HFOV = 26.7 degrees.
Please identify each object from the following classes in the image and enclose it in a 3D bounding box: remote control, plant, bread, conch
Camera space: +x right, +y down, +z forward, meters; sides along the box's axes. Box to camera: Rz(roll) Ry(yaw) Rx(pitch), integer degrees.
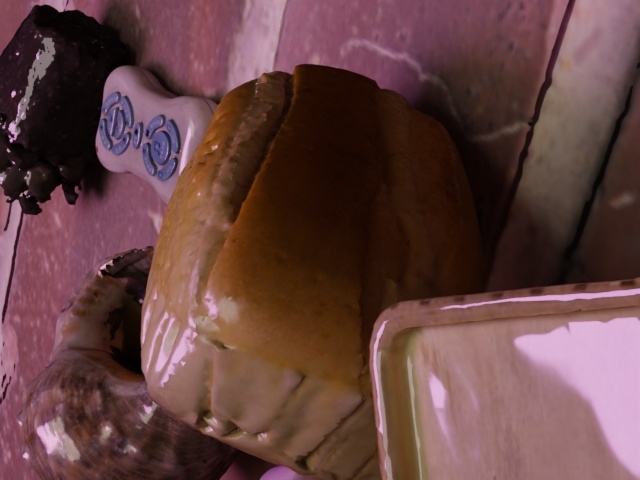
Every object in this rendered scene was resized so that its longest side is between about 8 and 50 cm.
[{"bbox_3d":[-0.106,-0.067,0.871,0.122,0.032,0.074,28,112,48],"label":"remote control"},{"bbox_3d":[-0.191,-0.088,0.936,0.094,0.092,0.143,47,120,30],"label":"plant"},{"bbox_3d":[0.000,0.000,0.612,0.236,0.140,0.106,-86,22,-59],"label":"bread"},{"bbox_3d":[-0.092,0.075,0.783,0.207,0.130,0.155,-27,83,33],"label":"conch"}]

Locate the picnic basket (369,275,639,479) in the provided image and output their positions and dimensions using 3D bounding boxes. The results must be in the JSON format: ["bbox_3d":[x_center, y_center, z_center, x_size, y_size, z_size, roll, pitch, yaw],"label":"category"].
[{"bbox_3d":[0.183,0.113,0.417,0.313,0.175,0.228,-11,83,54],"label":"picnic basket"}]

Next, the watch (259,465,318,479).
[{"bbox_3d":[-0.050,0.274,0.702,0.248,0.211,0.217,63,144,16],"label":"watch"}]
